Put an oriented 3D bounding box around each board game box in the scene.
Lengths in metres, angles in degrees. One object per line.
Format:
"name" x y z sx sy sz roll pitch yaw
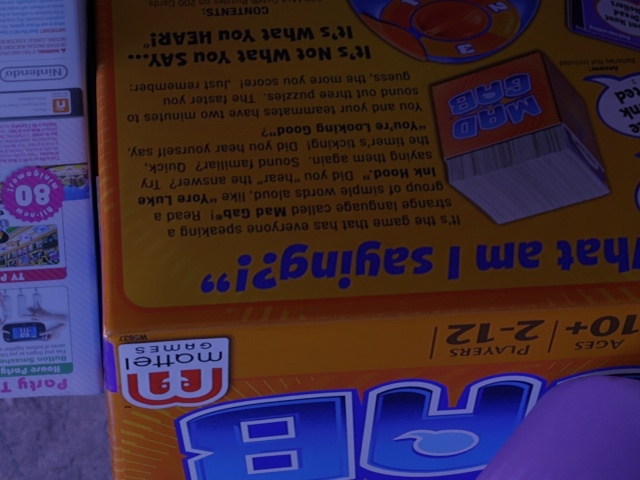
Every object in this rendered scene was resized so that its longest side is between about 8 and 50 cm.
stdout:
"board game box" 0.045 0.003 1.023 0.356 0.356 0.356 95 170 -52
"board game box" -0.238 -0.054 0.909 0.097 0.224 0.303 -107 16 -60

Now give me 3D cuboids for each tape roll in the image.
"tape roll" 0.162 0.162 0.804 0.080 0.189 0.189 -47 -21 -29

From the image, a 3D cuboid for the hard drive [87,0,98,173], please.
"hard drive" -0.161 -0.111 1.109 0.094 0.022 0.135 -168 75 -85
